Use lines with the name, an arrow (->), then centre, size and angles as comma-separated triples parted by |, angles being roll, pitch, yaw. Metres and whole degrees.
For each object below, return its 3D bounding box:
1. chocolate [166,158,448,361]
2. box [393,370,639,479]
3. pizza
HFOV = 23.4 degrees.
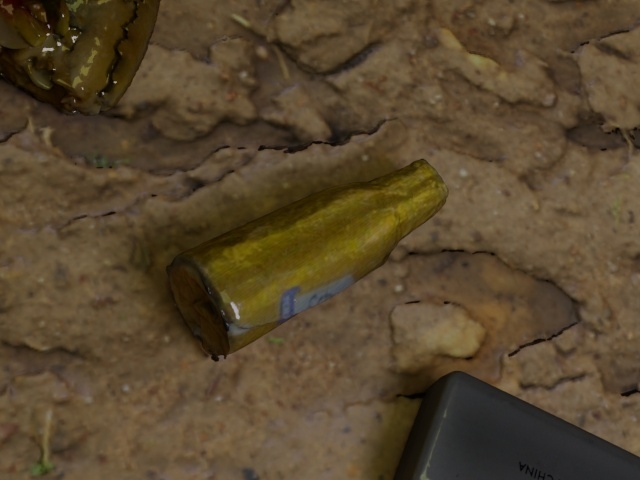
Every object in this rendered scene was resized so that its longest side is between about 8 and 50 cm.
chocolate -> 0.000, 0.000, 1.094 | 0.219, 0.085, 0.085 | -30, 84, -27
box -> 0.175, 0.187, 1.103 | 0.244, 0.055, 0.103 | 26, 65, -9
pizza -> -0.225, -0.247, 1.104 | 0.288, 0.074, 0.251 | 30, 62, -9
